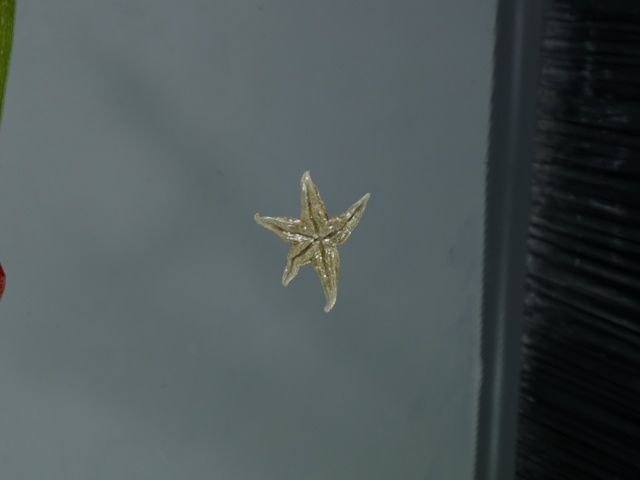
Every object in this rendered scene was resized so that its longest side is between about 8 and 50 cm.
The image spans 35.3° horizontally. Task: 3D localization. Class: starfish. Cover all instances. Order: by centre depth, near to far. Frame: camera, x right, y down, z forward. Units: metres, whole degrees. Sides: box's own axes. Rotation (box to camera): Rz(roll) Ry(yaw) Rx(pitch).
[{"bbox_3d":[0.000,0.000,0.648,0.016,0.086,0.092,-12,86,-56],"label":"starfish"}]

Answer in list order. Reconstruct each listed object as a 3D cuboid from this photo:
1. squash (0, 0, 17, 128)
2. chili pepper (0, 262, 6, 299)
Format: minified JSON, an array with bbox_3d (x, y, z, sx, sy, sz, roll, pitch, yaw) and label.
[{"bbox_3d":[-0.135,-0.029,0.316,0.069,0.069,0.258,20,59,-37],"label":"squash"},{"bbox_3d":[-0.298,0.036,0.852,0.059,0.191,0.050,-32,85,-20],"label":"chili pepper"}]
